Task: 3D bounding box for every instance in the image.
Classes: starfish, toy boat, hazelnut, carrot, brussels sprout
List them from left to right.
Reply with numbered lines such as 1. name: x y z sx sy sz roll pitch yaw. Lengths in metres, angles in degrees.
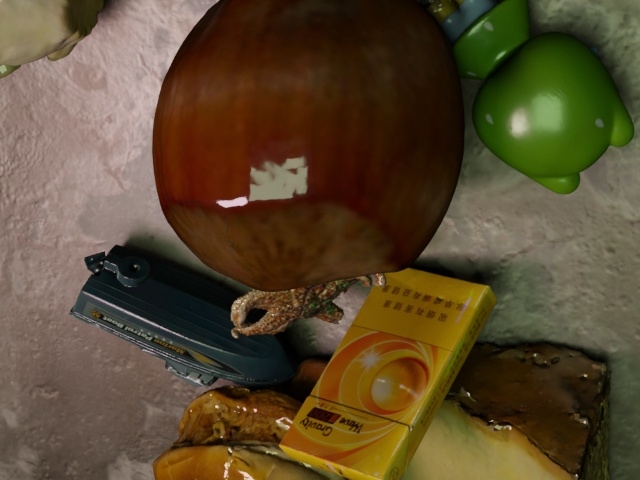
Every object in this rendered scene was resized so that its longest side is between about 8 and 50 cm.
1. brussels sprout: -0.423 -0.312 1.621 0.316 0.242 0.274 -14 112 18
2. toy boat: -0.166 0.111 1.771 0.296 0.114 0.122 25 135 6
3. starfish: -0.026 0.069 1.655 0.209 0.053 0.150 -31 142 32
4. hazelnut: -0.021 -0.117 1.528 0.366 0.366 0.366 6 112 16
5. carrot: 0.050 0.182 1.700 0.209 0.061 0.061 2 114 52

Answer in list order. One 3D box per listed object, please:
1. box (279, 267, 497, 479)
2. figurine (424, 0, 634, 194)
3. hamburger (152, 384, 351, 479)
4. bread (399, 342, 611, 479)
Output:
1. box: 0.081 0.153 1.617 0.152 0.269 0.043 13 151 39
2. figurine: 0.220 -0.178 1.531 0.162 0.143 0.263 -43 82 20
3. hamburger: -0.057 0.329 1.753 0.290 0.170 0.314 -2 136 41
4. bread: 0.186 0.272 1.643 0.315 0.279 0.248 -2 114 11
